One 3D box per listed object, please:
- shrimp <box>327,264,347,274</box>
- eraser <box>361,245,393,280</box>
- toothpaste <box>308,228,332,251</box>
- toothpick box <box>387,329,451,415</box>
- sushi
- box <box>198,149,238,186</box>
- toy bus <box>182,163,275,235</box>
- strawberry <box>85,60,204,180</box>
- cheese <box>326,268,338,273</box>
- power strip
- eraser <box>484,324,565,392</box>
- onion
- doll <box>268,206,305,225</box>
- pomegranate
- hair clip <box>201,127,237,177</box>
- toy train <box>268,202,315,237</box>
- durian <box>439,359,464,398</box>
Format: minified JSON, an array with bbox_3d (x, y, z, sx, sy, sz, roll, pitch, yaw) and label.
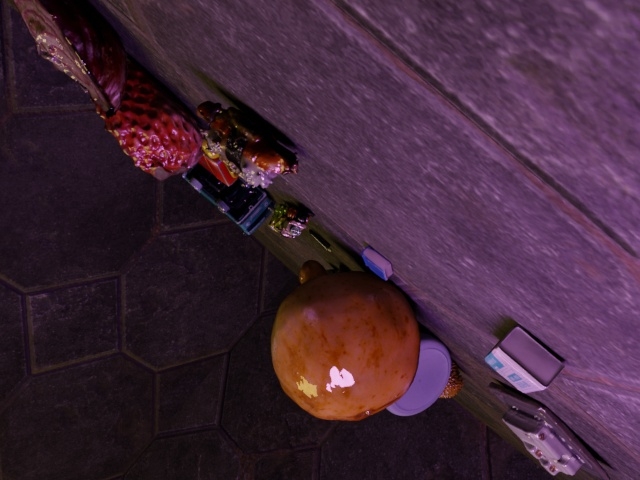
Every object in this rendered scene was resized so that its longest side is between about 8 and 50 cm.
[{"bbox_3d":[0.123,0.219,2.201,0.221,0.110,0.446,3,151,31],"label":"shrimp"},{"bbox_3d":[0.119,0.048,1.461,0.063,0.027,0.085,38,173,17],"label":"eraser"},{"bbox_3d":[0.000,0.000,1.887,0.083,0.019,0.027,43,-162,-8],"label":"toothpaste"},{"bbox_3d":[0.172,0.325,2.011,0.263,0.263,0.354,45,174,-36],"label":"toothpick box"},{"bbox_3d":[-0.127,-0.160,1.185,0.226,0.103,0.097,41,-169,21],"label":"sushi"},{"bbox_3d":[-0.307,-0.233,1.900,0.175,0.048,0.112,37,164,28],"label":"box"},{"bbox_3d":[-0.255,-0.135,1.987,0.256,0.128,0.147,39,173,26],"label":"toy bus"},{"bbox_3d":[-0.410,-0.311,1.661,0.336,0.149,0.265,53,-164,-10],"label":"strawberry"},{"bbox_3d":[0.062,0.148,2.349,0.155,0.062,0.244,41,175,3],"label":"cheese"},{"bbox_3d":[0.521,0.465,1.652,0.257,0.092,0.251,46,177,-9],"label":"power strip"},{"bbox_3d":[0.328,0.199,1.139,0.095,0.052,0.225,42,175,15],"label":"eraser"},{"bbox_3d":[-0.504,-0.428,1.461,0.314,0.146,0.280,47,161,11],"label":"onion"},{"bbox_3d":[-0.093,-0.065,1.908,0.114,0.039,0.057,33,-154,-22],"label":"doll"},{"bbox_3d":[0.050,0.227,1.699,0.410,0.410,0.410,40,174,5],"label":"pomegranate"},{"bbox_3d":[-0.268,-0.229,1.784,0.173,0.046,0.072,41,170,12],"label":"hair clip"},{"bbox_3d":[-0.076,-0.048,1.723,0.053,0.085,0.249,25,178,-16],"label":"toy train"},{"bbox_3d":[0.348,0.402,2.095,0.158,0.137,0.168,13,169,30],"label":"durian"}]
